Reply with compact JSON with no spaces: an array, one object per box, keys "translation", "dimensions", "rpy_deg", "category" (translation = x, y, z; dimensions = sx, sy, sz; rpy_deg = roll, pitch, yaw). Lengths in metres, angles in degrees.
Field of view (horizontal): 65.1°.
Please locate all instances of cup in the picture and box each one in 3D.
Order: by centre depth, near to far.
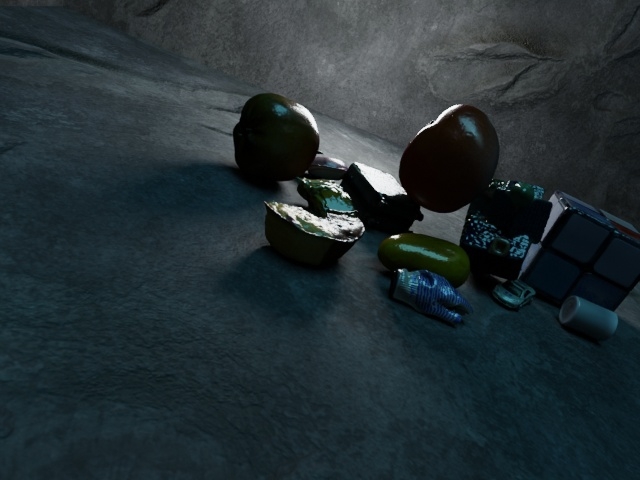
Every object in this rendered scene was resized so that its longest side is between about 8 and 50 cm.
[{"translation":[0.803,0.244,1.531],"dimensions":[0.133,0.136,0.099],"rpy_deg":[23,57,-1],"category":"cup"}]

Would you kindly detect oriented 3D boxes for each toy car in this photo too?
[{"translation":[0.594,0.159,1.535],"dimensions":[0.095,0.056,0.205],"rpy_deg":[38,25,29],"category":"toy car"}]

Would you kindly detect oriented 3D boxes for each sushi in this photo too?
[{"translation":[0.000,-0.110,1.458],"dimensions":[0.139,0.131,0.291],"rpy_deg":[2,29,-21],"category":"sushi"}]

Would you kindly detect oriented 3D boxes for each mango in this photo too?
[{"translation":[0.279,0.055,1.363],"dimensions":[0.262,0.130,0.167],"rpy_deg":[16,28,-3],"category":"mango"}]

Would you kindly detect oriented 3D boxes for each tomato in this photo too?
[{"translation":[0.418,-0.244,1.582],"dimensions":[0.273,0.341,0.341],"rpy_deg":[50,29,13],"category":"tomato"}]

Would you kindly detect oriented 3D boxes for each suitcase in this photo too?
[{"translation":[0.197,-0.138,1.697],"dimensions":[0.202,0.128,0.312],"rpy_deg":[15,27,-27],"category":"suitcase"}]

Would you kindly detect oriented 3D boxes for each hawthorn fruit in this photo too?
[{"translation":[-0.125,-0.314,1.603],"dimensions":[0.301,0.268,0.268],"rpy_deg":[15,24,-34],"category":"hawthorn fruit"}]

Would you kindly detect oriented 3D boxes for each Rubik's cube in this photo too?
[{"translation":[0.884,0.050,1.724],"dimensions":[0.313,0.318,0.316],"rpy_deg":[29,24,8],"category":"Rubik's cube"}]

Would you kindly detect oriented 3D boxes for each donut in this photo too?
[{"translation":[0.000,0.000,1.232],"dimensions":[0.295,0.112,0.151],"rpy_deg":[5,32,-36],"category":"donut"}]

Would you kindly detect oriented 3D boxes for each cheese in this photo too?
[{"translation":[-0.016,-0.267,1.819],"dimensions":[0.286,0.074,0.189],"rpy_deg":[8,2,-10],"category":"cheese"}]

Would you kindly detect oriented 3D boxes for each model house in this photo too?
[{"translation":[0.563,-0.040,1.549],"dimensions":[0.243,0.298,0.284],"rpy_deg":[18,11,18],"category":"model house"}]

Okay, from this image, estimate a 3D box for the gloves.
[{"translation":[0.278,0.137,1.242],"dimensions":[0.229,0.097,0.119],"rpy_deg":[23,52,-14],"category":"gloves"}]
